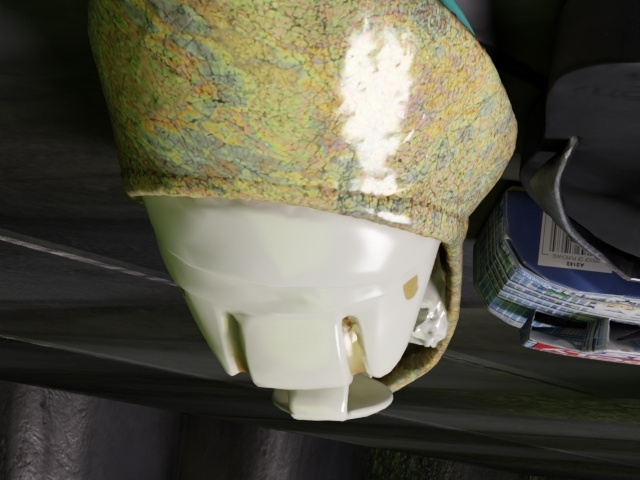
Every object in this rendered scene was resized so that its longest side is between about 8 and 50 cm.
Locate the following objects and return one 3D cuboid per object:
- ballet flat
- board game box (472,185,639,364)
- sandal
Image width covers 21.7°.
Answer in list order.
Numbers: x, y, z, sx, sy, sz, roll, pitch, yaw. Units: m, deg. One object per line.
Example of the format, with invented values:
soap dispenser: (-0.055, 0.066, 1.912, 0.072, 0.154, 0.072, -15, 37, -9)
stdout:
ballet flat: (0.000, 0.000, 0.548, 0.123, 0.123, 0.348, 6, 170, 6)
board game box: (0.169, 0.031, 0.775, 0.194, 0.060, 0.194, 6, 170, 2)
sandal: (0.107, -0.018, 0.540, 0.097, 0.054, 0.254, 4, 170, 14)
